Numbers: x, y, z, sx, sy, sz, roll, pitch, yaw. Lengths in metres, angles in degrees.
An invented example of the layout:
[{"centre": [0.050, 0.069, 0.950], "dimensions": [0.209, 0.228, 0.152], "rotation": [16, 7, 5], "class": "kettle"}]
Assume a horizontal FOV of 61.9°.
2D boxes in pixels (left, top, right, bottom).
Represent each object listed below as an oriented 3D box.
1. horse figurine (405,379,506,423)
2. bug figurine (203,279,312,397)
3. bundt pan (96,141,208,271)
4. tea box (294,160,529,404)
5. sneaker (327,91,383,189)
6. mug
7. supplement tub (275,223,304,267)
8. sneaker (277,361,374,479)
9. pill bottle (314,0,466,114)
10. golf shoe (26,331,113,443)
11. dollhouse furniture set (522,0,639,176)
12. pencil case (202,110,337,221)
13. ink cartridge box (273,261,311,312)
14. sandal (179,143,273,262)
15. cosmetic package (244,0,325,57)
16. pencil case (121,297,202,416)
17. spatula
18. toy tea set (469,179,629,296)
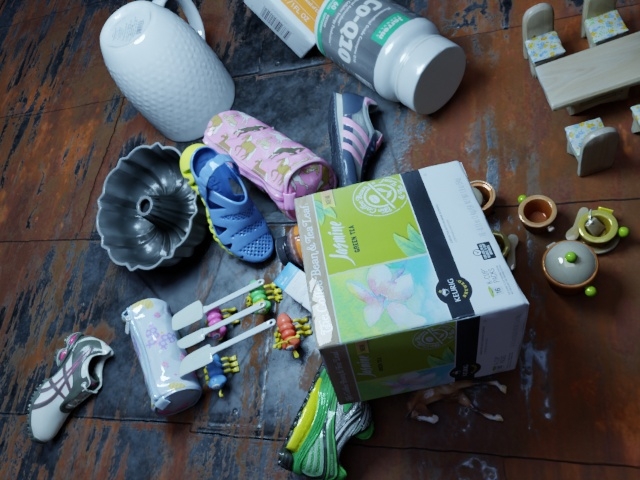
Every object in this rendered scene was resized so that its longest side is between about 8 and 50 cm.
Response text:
[{"centre": [0.268, 0.229, 1.025], "dimensions": [0.174, 0.066, 0.263], "rotation": [5, 69, 19], "class": "horse figurine"}, {"centre": [-0.170, 0.209, 1.206], "dimensions": [0.279, 0.072, 0.216], "rotation": [-30, 59, 7], "class": "bug figurine"}, {"centre": [-0.415, -0.076, 1.382], "dimensions": [0.331, 0.124, 0.331], "rotation": [-5, 78, 24], "class": "bundt pan"}, {"centre": [0.143, 0.072, 0.956], "dimensions": [0.323, 0.220, 0.329], "rotation": [-14, 49, 2], "class": "tea box"}, {"centre": [0.094, -0.213, 1.284], "dimensions": [0.131, 0.112, 0.319], "rotation": [0, 75, -11], "class": "sneaker"}, {"centre": [-0.424, -0.522, 1.501], "dimensions": [0.276, 0.328, 0.374], "rotation": [4, 68, 23], "class": "mug"}, {"centre": [0.000, 0.000, 1.215], "dimensions": [0.198, 0.106, 0.106], "rotation": [-16, 61, 14], "class": "supplement tub"}, {"centre": [0.051, 0.306, 1.059], "dimensions": [0.146, 0.134, 0.343], "rotation": [26, 73, 4], "class": "sneaker"}, {"centre": [0.166, -0.470, 1.310], "dimensions": [0.204, 0.204, 0.361], "rotation": [-44, 58, -2], "class": "pill bottle"}, {"centre": [-0.610, 0.363, 1.298], "dimensions": [0.120, 0.105, 0.273], "rotation": [12, 72, 19], "class": "golf shoe"}, {"centre": [0.641, -0.389, 1.050], "dimensions": [0.394, 0.256, 0.362], "rotation": [-16, 61, 14], "class": "dollhouse furniture set"}, {"centre": [-0.131, -0.190, 1.300], "dimensions": [0.386, 0.160, 0.167], "rotation": [35, 85, 38], "class": "pencil case"}, {"centre": [-0.005, 0.131, 1.156], "dimensions": [0.180, 0.104, 0.060], "rotation": [34, 82, 31], "class": "ink cartridge box"}, {"centre": [-0.206, -0.081, 1.234], "dimensions": [0.126, 0.317, 0.138], "rotation": [-41, 20, -24], "class": "sandal"}, {"centre": [0.026, -0.760, 1.468], "dimensions": [0.453, 0.230, 0.161], "rotation": [-51, 15, -6], "class": "cosmetic package"}, {"centre": [-0.368, 0.263, 1.231], "dimensions": [0.113, 0.124, 0.273], "rotation": [-35, 59, 3], "class": "pencil case"}, {"centre": [-0.220, 0.180, 1.184], "dimensions": [0.242, 0.019, 0.168], "rotation": [-27, 45, 7], "class": "spatula"}, {"centre": [0.407, -0.021, 1.049], "dimensions": [0.336, 0.124, 0.200], "rotation": [19, 75, 28], "class": "toy tea set"}]
